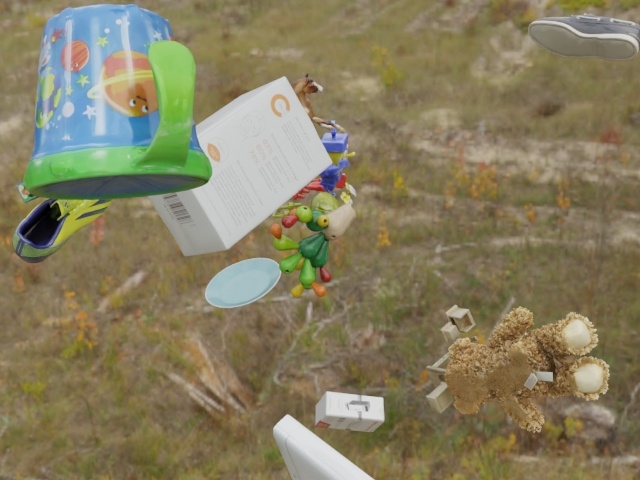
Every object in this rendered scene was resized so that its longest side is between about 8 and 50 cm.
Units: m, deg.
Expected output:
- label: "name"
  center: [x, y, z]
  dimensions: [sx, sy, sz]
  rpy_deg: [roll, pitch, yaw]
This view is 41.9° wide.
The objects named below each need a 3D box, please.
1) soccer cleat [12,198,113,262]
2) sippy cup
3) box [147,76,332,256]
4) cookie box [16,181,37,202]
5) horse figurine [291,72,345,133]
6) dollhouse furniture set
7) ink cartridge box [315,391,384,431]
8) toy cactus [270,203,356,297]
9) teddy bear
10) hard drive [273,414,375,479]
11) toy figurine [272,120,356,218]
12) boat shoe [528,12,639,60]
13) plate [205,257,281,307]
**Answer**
- label: "soccer cleat"
  center: [-0.497, -0.071, 1.674]
  dimensions: [0.093, 0.121, 0.289]
  rpy_deg: [39, 64, 0]
- label: "sippy cup"
  center: [-0.270, -0.178, 1.091]
  dimensions: [0.305, 0.224, 0.240]
  rpy_deg: [-7, -4, 16]
- label: "box"
  center: [-0.175, -0.153, 1.726]
  dimensions: [0.168, 0.215, 0.345]
  rpy_deg: [-9, 26, 50]
- label: "cookie box"
  center: [-0.510, -0.118, 1.600]
  dimensions: [0.107, 0.040, 0.092]
  rpy_deg: [-22, 11, 25]
- label: "horse figurine"
  center: [-0.068, -0.282, 1.916]
  dimensions: [0.263, 0.174, 0.066]
  rpy_deg: [-10, 59, 43]
- label: "dollhouse furniture set"
  center: [0.265, 0.258, 1.860]
  dimensions: [0.182, 0.161, 0.101]
  rpy_deg: [-35, 19, -28]
- label: "ink cartridge box"
  center: [0.065, 0.386, 1.878]
  dimensions: [0.135, 0.099, 0.056]
  rpy_deg: [9, 60, -13]
- label: "toy cactus"
  center: [0.000, 0.000, 1.499]
  dimensions: [0.112, 0.219, 0.180]
  rpy_deg: [27, 56, 36]
- label: "teddy bear"
  center: [0.422, 0.258, 1.709]
  dimensions: [0.245, 0.338, 0.113]
  rpy_deg: [56, 34, 9]
- label: "hard drive"
  center: [0.080, 0.432, 1.272]
  dimensions: [0.047, 0.233, 0.353]
  rpy_deg: [-39, 45, -25]
- label: "toy figurine"
  center: [-0.002, -0.195, 2.119]
  dimensions: [0.191, 0.217, 0.362]
  rpy_deg: [10, 20, 7]
- label: "boat shoe"
  center: [0.482, -0.376, 1.518]
  dimensions: [0.206, 0.075, 0.065]
  rpy_deg: [19, 61, 31]
- label: "plate"
  center: [-0.178, 0.105, 1.956]
  dimensions: [0.188, 0.024, 0.188]
  rpy_deg: [-14, 31, 8]
